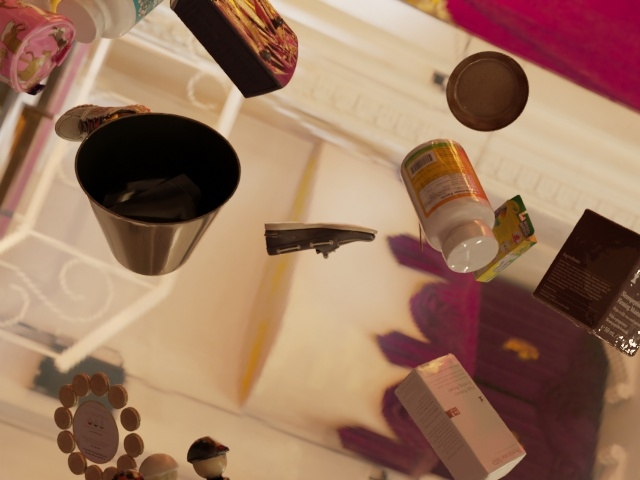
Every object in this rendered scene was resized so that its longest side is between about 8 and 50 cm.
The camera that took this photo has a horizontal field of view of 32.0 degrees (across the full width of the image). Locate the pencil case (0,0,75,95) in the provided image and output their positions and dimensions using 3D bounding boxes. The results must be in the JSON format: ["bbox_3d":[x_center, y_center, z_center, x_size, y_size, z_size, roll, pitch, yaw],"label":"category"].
[{"bbox_3d":[-0.619,-0.409,1.938,0.160,0.386,0.167,-51,168,-32],"label":"pencil case"}]

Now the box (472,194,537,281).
[{"bbox_3d":[0.370,-0.005,2.279,0.179,0.043,0.105,-45,-131,41],"label":"box"}]

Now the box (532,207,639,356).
[{"bbox_3d":[0.552,0.081,2.133,0.167,0.168,0.203,35,-86,48],"label":"box"}]

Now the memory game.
[{"bbox_3d":[-0.336,0.288,1.688,0.012,0.186,0.186,-10,133,-56],"label":"memory game"}]

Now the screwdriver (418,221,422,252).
[{"bbox_3d":[0.203,-0.044,2.253,0.024,0.025,0.170,111,-21,-53],"label":"screwdriver"}]

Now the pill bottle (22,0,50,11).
[{"bbox_3d":[-0.584,-0.435,2.156,0.117,0.118,0.208,-68,-164,-2],"label":"pill bottle"}]

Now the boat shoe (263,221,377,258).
[{"bbox_3d":[0.000,0.000,2.004,0.075,0.206,0.065,-156,-112,-79],"label":"boat shoe"}]

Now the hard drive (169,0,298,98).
[{"bbox_3d":[-0.097,-0.254,1.287,0.054,0.172,0.254,-36,-163,15],"label":"hard drive"}]

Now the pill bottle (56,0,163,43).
[{"bbox_3d":[-0.375,-0.474,2.082,0.264,0.146,0.146,-52,-179,-37],"label":"pill bottle"}]

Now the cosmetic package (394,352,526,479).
[{"bbox_3d":[0.250,0.327,2.005,0.231,0.117,0.085,52,-47,22],"label":"cosmetic package"}]

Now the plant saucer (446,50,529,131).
[{"bbox_3d":[0.400,-0.361,2.683,0.036,0.199,0.198,-82,-162,-69],"label":"plant saucer"}]

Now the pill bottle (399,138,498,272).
[{"bbox_3d":[0.248,-0.063,2.107,0.136,0.136,0.245,-58,-143,38],"label":"pill bottle"}]

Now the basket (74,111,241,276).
[{"bbox_3d":[-0.218,-0.049,1.481,0.227,0.204,0.154,114,-23,-66],"label":"basket"}]

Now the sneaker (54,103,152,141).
[{"bbox_3d":[-0.497,-0.273,2.559,0.093,0.225,0.088,-119,-160,-78],"label":"sneaker"}]

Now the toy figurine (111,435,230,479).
[{"bbox_3d":[-0.229,0.364,1.518,0.213,0.209,0.148,-24,-102,49],"label":"toy figurine"}]
